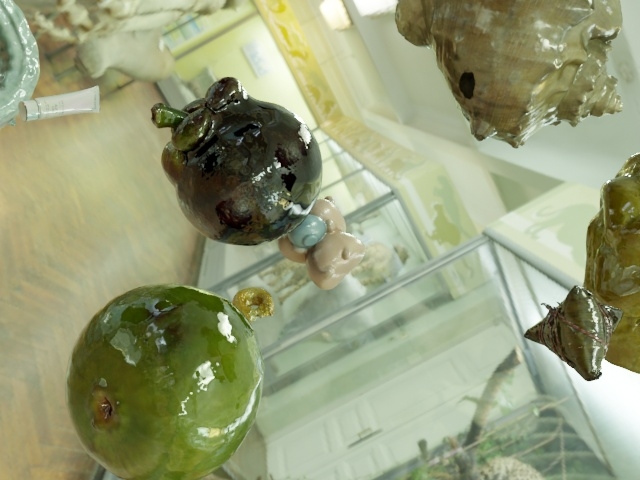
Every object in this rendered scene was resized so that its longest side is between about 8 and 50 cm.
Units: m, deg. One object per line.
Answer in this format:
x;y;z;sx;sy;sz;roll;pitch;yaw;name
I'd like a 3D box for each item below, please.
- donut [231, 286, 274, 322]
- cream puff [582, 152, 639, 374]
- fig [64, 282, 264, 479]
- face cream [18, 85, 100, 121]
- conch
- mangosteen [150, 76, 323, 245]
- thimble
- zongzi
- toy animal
-0.165;0.149;1.424;0.097;0.108;0.043;42;-41;35;donut
0.508;0.032;0.805;0.270;0.323;0.274;6;-14;44;cream puff
-0.213;0.202;0.918;0.316;0.316;0.316;62;1;-2;fig
-0.336;-0.177;0.782;0.020;0.115;0.038;24;-59;26;face cream
0.253;-0.243;0.786;0.263;0.324;0.186;106;-4;-60;conch
-0.139;-0.149;1.128;0.297;0.297;0.313;-114;-165;-72;mangosteen
-0.502;-0.252;0.818;0.172;0.205;0.250;-7;-88;47;thimble
0.188;0.070;0.462;0.083;0.073;0.067;-1;76;-54;zongzi
0.010;0.009;1.659;0.221;0.210;0.229;46;4;-4;toy animal
